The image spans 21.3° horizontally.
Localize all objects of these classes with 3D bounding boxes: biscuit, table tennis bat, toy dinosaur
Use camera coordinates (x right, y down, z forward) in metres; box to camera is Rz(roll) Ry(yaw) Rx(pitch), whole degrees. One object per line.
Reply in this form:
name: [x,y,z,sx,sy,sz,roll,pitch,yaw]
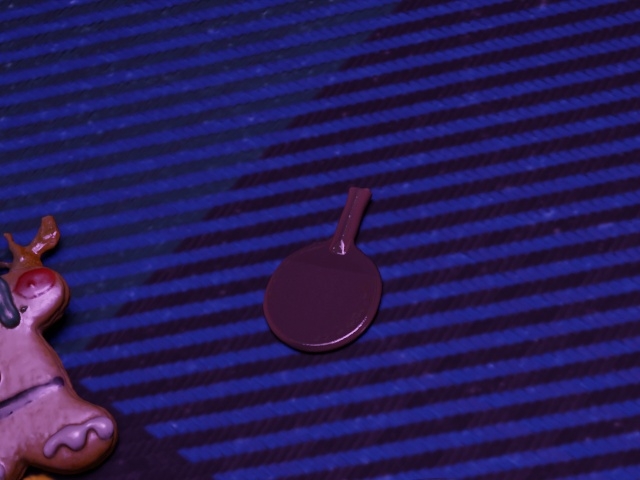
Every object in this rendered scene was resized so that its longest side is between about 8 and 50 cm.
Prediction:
biscuit: [-0.312,0.093,1.526,0.197,0.049,0.301,-24,66,-3]
table tennis bat: [0.000,0.000,1.498,0.107,0.119,0.170,10,62,20]
toy dinosaur: [-0.273,0.061,1.577,0.126,0.039,0.162,-30,61,-8]

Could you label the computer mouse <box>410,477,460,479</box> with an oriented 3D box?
computer mouse: [-0.002,0.307,1.301,0.371,0.122,0.188,-35,55,-6]
